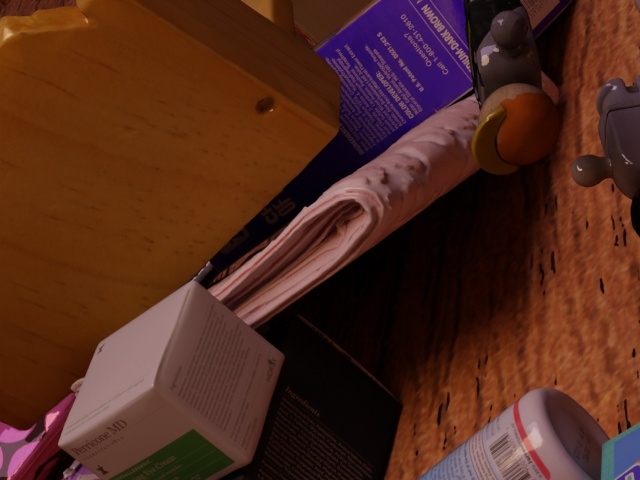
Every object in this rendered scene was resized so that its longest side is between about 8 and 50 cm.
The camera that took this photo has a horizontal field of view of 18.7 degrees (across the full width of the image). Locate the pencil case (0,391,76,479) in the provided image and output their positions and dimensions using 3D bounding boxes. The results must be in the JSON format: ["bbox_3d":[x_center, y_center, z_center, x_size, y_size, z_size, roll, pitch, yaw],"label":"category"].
[{"bbox_3d":[-0.251,0.170,1.764,0.209,0.095,0.098,-54,36,-9],"label":"pencil case"}]

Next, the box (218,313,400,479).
[{"bbox_3d":[-0.050,0.177,1.306,0.153,0.108,0.207,-33,25,38],"label":"box"}]

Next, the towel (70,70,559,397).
[{"bbox_3d":[0.000,0.000,1.424,0.317,0.053,0.332,-35,0,32],"label":"towel"}]

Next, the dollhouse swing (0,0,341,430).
[{"bbox_3d":[-0.197,-0.094,1.472,0.347,0.315,0.305,-43,39,21],"label":"dollhouse swing"}]

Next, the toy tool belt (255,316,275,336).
[{"bbox_3d":[-0.064,0.057,1.650,0.051,0.052,0.083,-22,16,-20],"label":"toy tool belt"}]

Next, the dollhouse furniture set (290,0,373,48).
[{"bbox_3d":[0.047,-0.351,1.919,0.374,0.201,0.152,-53,21,-10],"label":"dollhouse furniture set"}]

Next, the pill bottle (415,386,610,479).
[{"bbox_3d":[0.090,0.160,1.082,0.160,0.087,0.087,-41,22,21],"label":"pill bottle"}]

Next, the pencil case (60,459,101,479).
[{"bbox_3d":[-0.159,0.159,1.591,0.086,0.088,0.206,-30,26,36],"label":"pencil case"}]

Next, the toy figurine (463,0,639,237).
[{"bbox_3d":[0.205,-0.106,1.157,0.209,0.213,0.148,-41,38,28],"label":"toy figurine"}]

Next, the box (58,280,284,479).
[{"bbox_3d":[-0.095,0.102,1.246,0.101,0.087,0.102,-33,25,36],"label":"box"}]

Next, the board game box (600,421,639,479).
[{"bbox_3d":[0.206,0.144,0.929,0.160,0.047,0.210,-37,23,30],"label":"board game box"}]

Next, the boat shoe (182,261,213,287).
[{"bbox_3d":[-0.102,-0.026,1.854,0.233,0.084,0.079,-57,-17,-3],"label":"boat shoe"}]

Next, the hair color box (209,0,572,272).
[{"bbox_3d":[0.033,-0.125,1.613,0.339,0.110,0.185,-37,4,32],"label":"hair color box"}]
